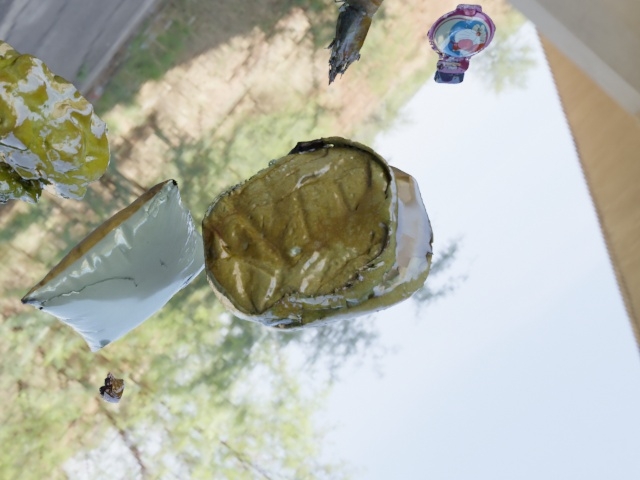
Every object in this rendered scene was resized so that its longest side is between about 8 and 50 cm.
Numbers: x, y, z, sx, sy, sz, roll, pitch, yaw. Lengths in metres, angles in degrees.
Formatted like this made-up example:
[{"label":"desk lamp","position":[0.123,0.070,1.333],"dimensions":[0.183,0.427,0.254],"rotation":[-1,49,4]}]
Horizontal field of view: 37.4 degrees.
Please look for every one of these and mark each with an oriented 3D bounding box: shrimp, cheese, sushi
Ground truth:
[{"label":"shrimp","position":[0.031,-0.464,1.907],"dimensions":[0.296,0.169,0.058],"rotation":[-66,171,27]},{"label":"cheese","position":[0.193,-0.275,1.331],"dimensions":[0.145,0.095,0.038],"rotation":[99,-8,-53]},{"label":"sushi","position":[-0.411,0.293,1.856],"dimensions":[0.050,0.047,0.099],"rotation":[-66,-164,-2]}]

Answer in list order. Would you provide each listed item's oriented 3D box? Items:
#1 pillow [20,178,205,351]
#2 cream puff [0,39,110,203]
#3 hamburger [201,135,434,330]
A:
[{"label":"pillow","position":[-0.333,0.053,1.643],"dimensions":[0.312,0.119,0.310],"rotation":[-42,161,-10]},{"label":"cream puff","position":[-0.440,-0.145,1.325],"dimensions":[0.185,0.281,0.282],"rotation":[-63,-169,-23]},{"label":"hamburger","position":[-0.001,-0.002,1.208],"dimensions":[0.284,0.134,0.266],"rotation":[-15,-123,7]}]
